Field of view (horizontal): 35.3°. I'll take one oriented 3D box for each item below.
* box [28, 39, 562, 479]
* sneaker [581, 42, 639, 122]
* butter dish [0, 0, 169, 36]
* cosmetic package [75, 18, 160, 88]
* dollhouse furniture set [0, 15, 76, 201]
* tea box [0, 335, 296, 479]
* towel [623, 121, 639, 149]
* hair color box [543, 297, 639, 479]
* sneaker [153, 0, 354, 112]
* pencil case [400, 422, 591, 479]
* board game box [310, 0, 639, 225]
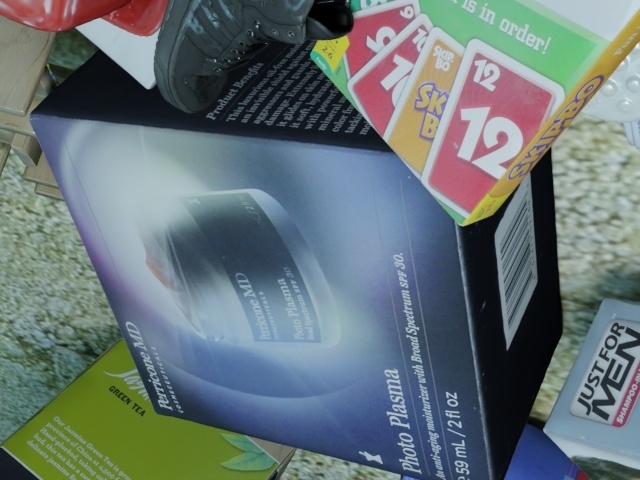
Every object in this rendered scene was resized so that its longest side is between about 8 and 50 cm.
[{"bbox_3d":[0.000,0.000,0.718,0.294,0.182,0.296,9,133,27],"label":"box"},{"bbox_3d":[0.134,-0.174,0.480,0.090,0.095,0.235,-8,106,27],"label":"sneaker"},{"bbox_3d":[-0.147,-0.164,0.465,0.160,0.118,0.160,31,138,1],"label":"butter dish"},{"bbox_3d":[-0.161,-0.298,0.548,0.385,0.156,0.217,40,137,-7],"label":"cosmetic package"},{"bbox_3d":[-0.277,-0.157,0.762,0.242,0.160,0.212,15,165,2],"label":"dollhouse furniture set"},{"bbox_3d":[-0.230,0.322,1.049,0.220,0.323,0.329,37,139,11],"label":"tea box"},{"bbox_3d":[0.279,-0.137,0.518,0.285,0.034,0.209,0,130,32],"label":"towel"},{"bbox_3d":[0.344,0.149,0.589,0.375,0.113,0.185,9,151,49],"label":"hair color box"},{"bbox_3d":[-0.026,-0.113,0.486,0.089,0.051,0.170,33,135,13],"label":"sneaker"},{"bbox_3d":[0.212,0.240,0.862,0.306,0.119,0.133,26,147,9],"label":"pencil case"},{"bbox_3d":[0.095,-0.134,0.427,0.124,0.039,0.259,51,131,18],"label":"board game box"}]
